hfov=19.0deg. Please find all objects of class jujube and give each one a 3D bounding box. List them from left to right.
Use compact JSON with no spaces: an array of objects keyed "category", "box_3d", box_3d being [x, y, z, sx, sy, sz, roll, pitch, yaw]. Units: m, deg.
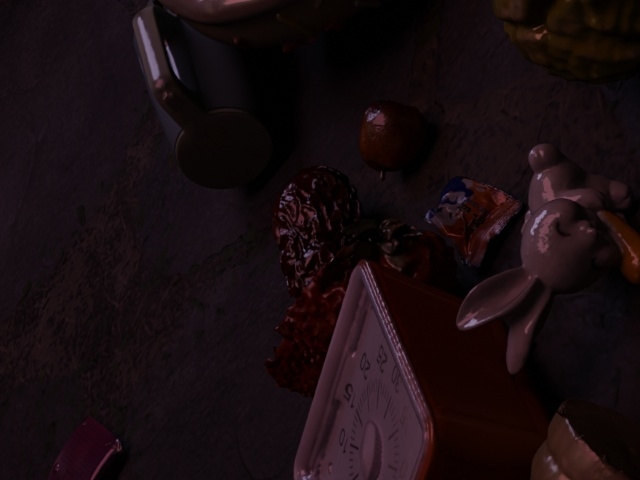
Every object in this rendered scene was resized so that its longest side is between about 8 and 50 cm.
[{"category":"jujube","box_3d":[-0.002,0.002,1.969,0.104,0.104,0.166,-37,40,39]}]

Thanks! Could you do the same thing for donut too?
[{"category":"donut","box_3d":[-0.022,-0.367,2.170,0.383,0.142,0.382,-21,43,21]}]

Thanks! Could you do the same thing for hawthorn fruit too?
[{"category":"hawthorn fruit","box_3d":[0.074,-0.107,1.967,0.077,0.077,0.077,-39,37,37]}]

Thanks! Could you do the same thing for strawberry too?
[{"category":"strawberry","box_3d":[0.051,0.083,1.794,0.106,0.175,0.236,55,156,25]}]

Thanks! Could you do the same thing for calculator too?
[{"category":"calculator","box_3d":[-0.297,0.307,2.275,0.126,0.034,0.190,24,88,60]}]

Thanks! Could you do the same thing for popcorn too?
[{"category":"popcorn","box_3d":[0.244,-0.256,1.670,0.259,0.212,0.259,-29,46,36]}]

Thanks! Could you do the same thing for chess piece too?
[{"category":"chess piece","box_3d":[0.163,0.275,1.459,0.301,0.137,0.137,-60,28,15]}]

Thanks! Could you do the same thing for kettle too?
[{"category":"kettle","box_3d":[-0.142,-0.194,2.252,0.160,0.210,0.243,-29,39,12]}]

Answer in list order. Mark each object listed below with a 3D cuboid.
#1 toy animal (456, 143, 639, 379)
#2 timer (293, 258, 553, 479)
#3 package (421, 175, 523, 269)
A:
[{"category":"toy animal","box_3d":[0.204,0.021,1.601,0.127,0.131,0.181,-49,14,42]},{"category":"timer","box_3d":[0.070,0.194,1.635,0.250,0.161,0.257,-58,28,24]},{"category":"package","box_3d":[0.142,-0.021,1.820,0.077,0.033,0.111,-43,41,-11]}]
